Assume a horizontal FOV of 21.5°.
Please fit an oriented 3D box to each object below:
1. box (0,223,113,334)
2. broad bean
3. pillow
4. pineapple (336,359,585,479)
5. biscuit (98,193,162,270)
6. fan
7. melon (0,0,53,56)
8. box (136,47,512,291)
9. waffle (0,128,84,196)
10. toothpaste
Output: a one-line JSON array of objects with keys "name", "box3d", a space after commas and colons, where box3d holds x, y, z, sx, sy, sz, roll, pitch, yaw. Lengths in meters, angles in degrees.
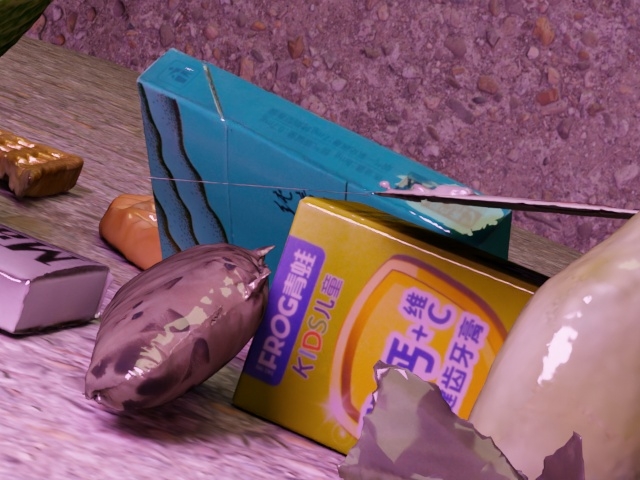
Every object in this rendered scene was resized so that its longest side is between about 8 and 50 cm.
[{"name": "box", "box3d": [-0.203, -0.002, 0.843, 0.177, 0.036, 0.115, 22, 7, 11]}, {"name": "broad bean", "box3d": [0.143, 0.059, 0.627, 0.100, 0.228, 0.169, 17, -36, 48]}, {"name": "pillow", "box3d": [-0.060, 0.032, 0.779, 0.051, 0.093, 0.241, 56, 1, -5]}, {"name": "pineapple", "box3d": [0.112, 0.106, 0.501, 0.277, 0.119, 0.130, 14, 45, -44]}, {"name": "biscuit", "box3d": [-0.051, 0.015, 1.172, 0.204, 0.040, 0.309, 18, 6, -22]}, {"name": "fan", "box3d": [0.048, -0.022, 0.787, 0.329, 0.009, 0.190, 5, 1, 26]}, {"name": "melon", "box3d": [-0.350, -0.144, 0.830, 0.331, 0.226, 0.343, 17, 28, 41]}, {"name": "box", "box3d": [0.000, 0.000, 0.954, 0.226, 0.161, 0.042, 27, 53, 24]}, {"name": "waffle", "box3d": [-0.250, -0.065, 1.258, 0.125, 0.032, 0.191, 22, 5, 3]}, {"name": "toothpaste", "box3d": [0.123, 0.084, 0.783, 0.327, 0.110, 0.077, 22, 9, 20]}]
